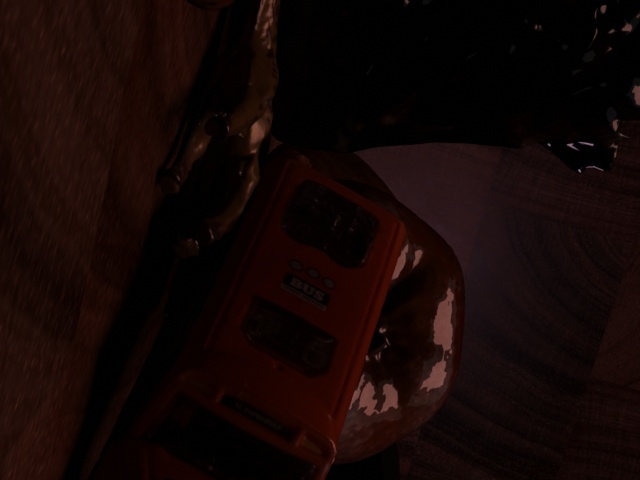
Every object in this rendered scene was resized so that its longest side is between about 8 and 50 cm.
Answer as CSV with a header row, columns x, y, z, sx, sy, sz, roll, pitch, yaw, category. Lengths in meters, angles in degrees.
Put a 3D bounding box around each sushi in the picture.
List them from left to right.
x,y,z,sx,sy,sz,roll,pitch,yaw,category
0.115,-0.213,1.251,0.281,0.294,0.299,-90,-171,-49,sushi

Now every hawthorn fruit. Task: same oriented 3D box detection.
x,y,z,sx,sy,sz,roll,pitch,yaw,category
0.000,0.054,1.361,0.231,0.235,0.263,65,-3,-38,hawthorn fruit

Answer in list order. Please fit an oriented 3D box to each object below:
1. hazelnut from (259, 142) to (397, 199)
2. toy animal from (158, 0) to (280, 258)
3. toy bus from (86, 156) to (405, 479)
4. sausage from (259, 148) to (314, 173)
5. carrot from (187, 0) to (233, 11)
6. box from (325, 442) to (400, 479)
x,y,z,sx,sy,sz,roll,pitch,yaw,category
0.010,-0.004,1.705,0.210,0.186,0.210,-54,158,-34,hazelnut
-0.052,-0.116,1.102,0.149,0.054,0.276,90,16,-62,toy animal
-0.045,0.095,1.085,0.153,0.143,0.329,-56,-173,39,toy bus
-0.070,0.072,1.562,0.087,0.079,0.327,-7,112,-74,sausage
-0.049,-0.207,0.779,0.048,0.048,0.216,-71,171,-54,carrot
-0.034,0.288,1.779,0.289,0.073,0.290,-37,-156,17,box
